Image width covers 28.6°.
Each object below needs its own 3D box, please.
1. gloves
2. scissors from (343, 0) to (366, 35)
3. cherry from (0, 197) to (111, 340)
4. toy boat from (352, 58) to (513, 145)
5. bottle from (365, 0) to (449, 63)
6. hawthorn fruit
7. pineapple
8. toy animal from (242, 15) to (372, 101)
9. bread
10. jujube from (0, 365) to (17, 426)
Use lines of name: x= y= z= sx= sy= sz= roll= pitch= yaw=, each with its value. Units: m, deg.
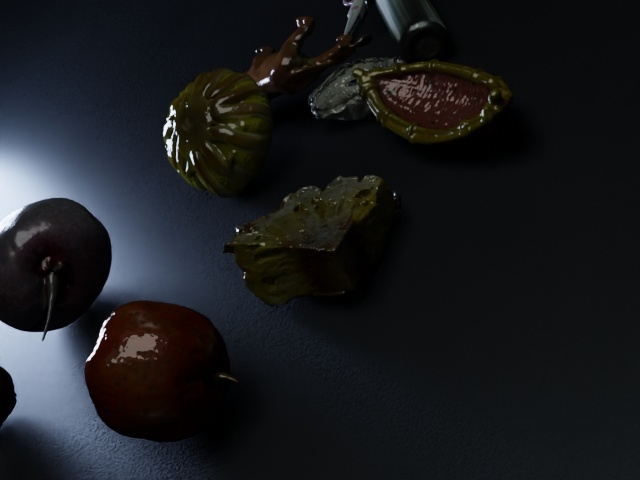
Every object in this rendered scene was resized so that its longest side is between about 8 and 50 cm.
gloves: x=0.053 y=-0.235 z=1.904 sx=0.153 sy=0.070 sz=0.114 roll=-11 pitch=41 yaw=36
scissors: x=0.062 y=-0.391 z=2.140 sx=0.085 sy=0.022 sz=0.176 roll=-12 pitch=37 yaw=29
cherry: x=-0.422 y=0.036 z=1.913 sx=0.213 sy=0.183 sz=0.266 roll=-41 pitch=35 yaw=-14
toy boat: x=0.162 y=-0.190 z=1.719 sx=0.141 sy=0.099 sz=0.318 roll=-49 pitch=33 yaw=-14
bottle: x=0.131 y=-0.354 z=1.971 sx=0.096 sy=0.079 sz=0.253 roll=-18 pitch=35 yaw=2
hawthorn fruit: x=-0.185 y=0.160 z=1.547 sx=0.200 sy=0.179 sz=0.179 roll=-5 pitch=44 yaw=28
pineapple: x=0.000 y=0.000 z=1.625 sx=0.236 sy=0.114 sz=0.186 roll=-30 pitch=32 yaw=5
toy animal: x=-0.066 y=-0.259 z=2.002 sx=0.157 sy=0.097 sz=0.312 roll=-54 pitch=19 yaw=-27
bread: x=-0.163 y=-0.172 z=1.943 sx=0.213 sy=0.105 sz=0.213 roll=-18 pitch=64 yaw=42
jujube: x=-0.511 y=0.248 z=1.818 sx=0.166 sy=0.104 sz=0.104 roll=-36 pitch=32 yaw=11
